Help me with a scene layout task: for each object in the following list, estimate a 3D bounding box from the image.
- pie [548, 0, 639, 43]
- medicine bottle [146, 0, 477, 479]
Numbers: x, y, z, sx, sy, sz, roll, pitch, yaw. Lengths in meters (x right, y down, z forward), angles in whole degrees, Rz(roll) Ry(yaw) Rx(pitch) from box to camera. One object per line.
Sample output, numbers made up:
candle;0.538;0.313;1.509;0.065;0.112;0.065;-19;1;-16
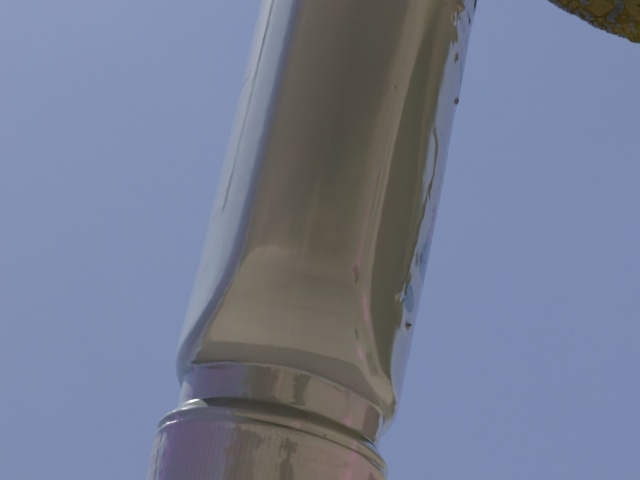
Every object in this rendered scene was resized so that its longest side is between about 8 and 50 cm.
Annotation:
pie;0.259;-0.259;1.593;0.078;0.277;0.277;-65;-31;-34
medicine bottle;0.000;0.000;0.932;0.161;0.111;0.296;92;-169;-65
